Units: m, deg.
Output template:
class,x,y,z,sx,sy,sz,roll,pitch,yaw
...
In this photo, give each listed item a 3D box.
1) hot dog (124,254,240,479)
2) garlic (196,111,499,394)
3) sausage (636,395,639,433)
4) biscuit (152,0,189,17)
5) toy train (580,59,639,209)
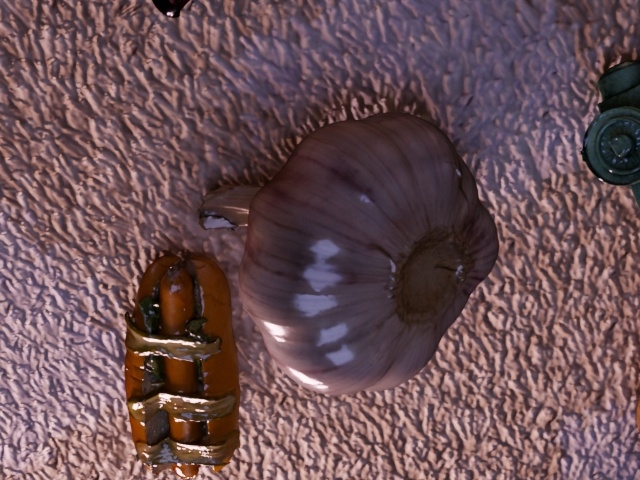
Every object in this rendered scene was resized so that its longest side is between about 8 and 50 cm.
class,x,y,z,sx,sy,sz,roll,pitch,yaw
hot dog,-0.131,0.122,1.627,0.109,0.072,0.269,0,125,0
garlic,0.000,0.000,1.491,0.253,0.245,0.245,19,132,35
sausage,0.354,0.126,1.580,0.112,0.112,0.328,9,121,-3
biscuit,-0.162,-0.287,1.358,0.235,0.063,0.151,30,121,-19
toy train,0.332,-0.030,1.416,0.177,0.116,0.285,-24,80,23
